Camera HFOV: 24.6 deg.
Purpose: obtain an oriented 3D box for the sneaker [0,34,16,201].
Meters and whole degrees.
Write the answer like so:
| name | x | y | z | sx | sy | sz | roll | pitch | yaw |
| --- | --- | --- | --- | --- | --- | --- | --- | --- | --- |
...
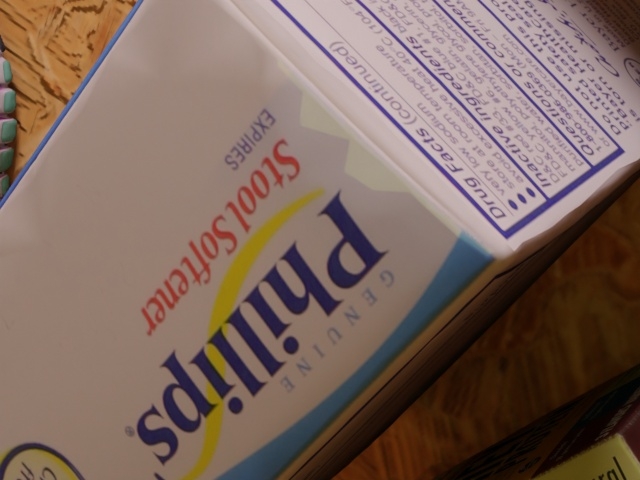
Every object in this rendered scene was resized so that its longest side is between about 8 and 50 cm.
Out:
| name | x | y | z | sx | sy | sz | roll | pitch | yaw |
| --- | --- | --- | --- | --- | --- | --- | --- | --- | --- |
| sneaker | -0.232 | -0.047 | 0.853 | 0.083 | 0.098 | 0.224 | 3 | 107 | 29 |

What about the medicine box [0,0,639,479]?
| name | x | y | z | sx | sy | sz | roll | pitch | yaw |
| --- | --- | --- | --- | --- | --- | --- | --- | --- | --- |
| medicine box | 0.000 | 0.000 | 0.620 | 0.149 | 0.289 | 0.263 | 47 | 122 | 9 |

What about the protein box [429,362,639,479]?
| name | x | y | z | sx | sy | sz | roll | pitch | yaw |
| --- | --- | --- | --- | --- | --- | --- | --- | --- | --- |
| protein box | 0.140 | 0.188 | 0.690 | 0.200 | 0.136 | 0.201 | -36 | 87 | 34 |
